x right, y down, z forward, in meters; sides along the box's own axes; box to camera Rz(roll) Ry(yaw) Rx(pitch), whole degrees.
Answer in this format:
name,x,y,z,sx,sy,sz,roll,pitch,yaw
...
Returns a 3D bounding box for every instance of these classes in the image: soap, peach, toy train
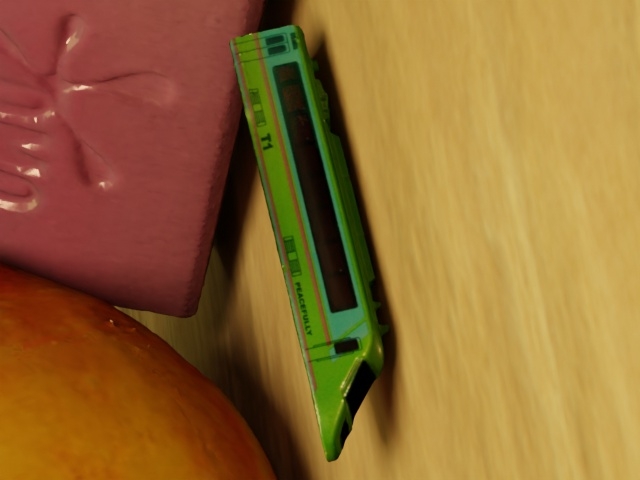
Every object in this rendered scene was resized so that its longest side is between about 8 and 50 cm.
name,x,y,z,sx,sy,sz,roll,pitch,yaw
soap,-0.129,-0.084,1.029,0.081,0.181,0.259,-78,3,-49
peach,-0.179,0.190,1.017,0.372,0.290,0.373,22,122,41
toy train,0.000,0.000,0.909,0.044,0.042,0.209,75,-179,-69
